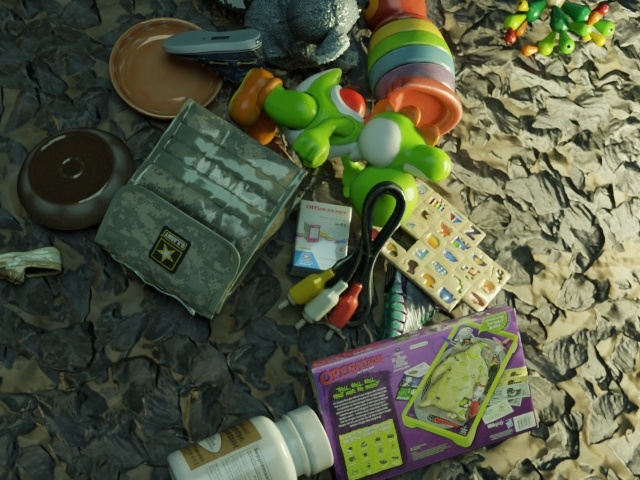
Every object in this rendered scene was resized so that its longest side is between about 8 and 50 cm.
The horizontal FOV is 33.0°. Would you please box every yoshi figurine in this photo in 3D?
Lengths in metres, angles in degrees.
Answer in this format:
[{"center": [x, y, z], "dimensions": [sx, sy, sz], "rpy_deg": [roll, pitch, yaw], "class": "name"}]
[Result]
[{"center": [0.026, -0.136, 1.772], "dimensions": [0.362, 0.203, 0.203], "rpy_deg": [22, 43, 15], "class": "yoshi figurine"}]

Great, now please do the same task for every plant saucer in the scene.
[{"center": [-0.406, -0.112, 1.777], "dimensions": [0.199, 0.036, 0.198], "rpy_deg": [-2, 61, 3], "class": "plant saucer"}, {"center": [-0.268, -0.296, 1.890], "dimensions": [0.200, 0.037, 0.200], "rpy_deg": [3, 68, -8], "class": "plant saucer"}]

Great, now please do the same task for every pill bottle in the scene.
[{"center": [-0.104, 0.338, 1.627], "dimensions": [0.229, 0.131, 0.131], "rpy_deg": [-21, 74, -16], "class": "pill bottle"}]

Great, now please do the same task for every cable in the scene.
[{"center": [0.064, 0.044, 1.719], "dimensions": [0.139, 0.287, 0.072], "rpy_deg": [33, 26, -12], "class": "cable"}]

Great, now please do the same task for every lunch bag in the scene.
[{"center": [-0.195, -0.042, 1.738], "dimensions": [0.235, 0.169, 0.287], "rpy_deg": [33, 79, 4], "class": "lunch bag"}]

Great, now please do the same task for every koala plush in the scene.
[{"center": [-0.011, -0.374, 1.821], "dimensions": [0.203, 0.221, 0.196], "rpy_deg": [-9, 99, -16], "class": "koala plush"}]

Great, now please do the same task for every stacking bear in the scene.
[{"center": [0.147, -0.331, 1.908], "dimensions": [0.164, 0.175, 0.289], "rpy_deg": [6, 59, -25], "class": "stacking bear"}]

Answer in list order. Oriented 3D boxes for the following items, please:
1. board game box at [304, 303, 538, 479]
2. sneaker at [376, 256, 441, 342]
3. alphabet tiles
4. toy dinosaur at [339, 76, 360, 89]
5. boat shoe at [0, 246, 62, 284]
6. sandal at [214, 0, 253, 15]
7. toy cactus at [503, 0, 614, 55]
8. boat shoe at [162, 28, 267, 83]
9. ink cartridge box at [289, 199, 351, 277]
[{"center": [0.164, 0.246, 1.703], "dimensions": [0.347, 0.056, 0.208], "rpy_deg": [-15, 103, -14], "class": "board game box"}, {"center": [0.152, 0.132, 1.772], "dimensions": [0.098, 0.083, 0.223], "rpy_deg": [13, 67, -9], "class": "sneaker"}, {"center": [0.204, 0.016, 1.824], "dimensions": [0.237, 0.009, 0.198], "rpy_deg": [41, 48, 7], "class": "alphabet tiles"}, {"center": [0.013, -0.251, 1.895], "dimensions": [0.047, 0.082, 0.090], "rpy_deg": [-6, 34, -47], "class": "toy dinosaur"}, {"center": [-0.480, 0.045, 1.723], "dimensions": [0.135, 0.050, 0.045], "rpy_deg": [-14, 67, -13], "class": "boat shoe"}, {"center": [-0.093, -0.443, 1.951], "dimensions": [0.303, 0.086, 0.120], "rpy_deg": [22, 89, -18], "class": "sandal"}, {"center": [0.441, -0.432, 2.025], "dimensions": [0.219, 0.112, 0.180], "rpy_deg": [-5, 61, -2], "class": "toy cactus"}, {"center": [-0.182, -0.312, 1.857], "dimensions": [0.183, 0.083, 0.065], "rpy_deg": [2, 37, 19], "class": "boat shoe"}, {"center": [0.000, 0.000, 1.812], "dimensions": [0.089, 0.052, 0.122], "rpy_deg": [9, 67, -6], "class": "ink cartridge box"}]
